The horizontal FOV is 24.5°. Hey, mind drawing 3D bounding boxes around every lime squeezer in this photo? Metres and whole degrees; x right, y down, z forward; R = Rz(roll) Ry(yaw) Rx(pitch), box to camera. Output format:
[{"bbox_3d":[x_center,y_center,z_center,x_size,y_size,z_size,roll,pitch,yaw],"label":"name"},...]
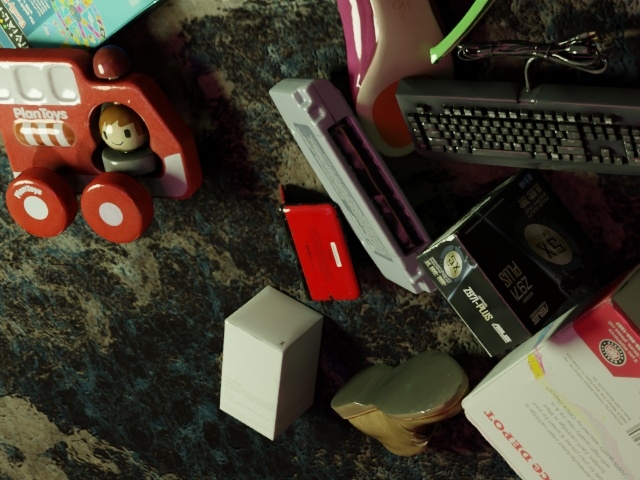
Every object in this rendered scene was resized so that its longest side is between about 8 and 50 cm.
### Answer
[{"bbox_3d":[0.238,-0.266,1.568,0.310,0.059,0.110,-4,80,38],"label":"lime squeezer"}]

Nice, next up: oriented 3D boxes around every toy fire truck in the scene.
[{"bbox_3d":[-0.318,-0.148,2.036,0.302,0.169,0.254,3,124,24],"label":"toy fire truck"}]

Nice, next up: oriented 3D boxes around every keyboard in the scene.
[{"bbox_3d":[0.232,-0.148,1.627,0.317,0.033,0.201,5,138,27],"label":"keyboard"}]

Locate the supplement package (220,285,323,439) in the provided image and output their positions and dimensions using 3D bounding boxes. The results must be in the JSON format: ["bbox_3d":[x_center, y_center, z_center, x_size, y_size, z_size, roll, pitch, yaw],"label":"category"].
[{"bbox_3d":[-0.072,0.177,2.132,0.105,0.105,0.179,29,134,24],"label":"supplement package"}]

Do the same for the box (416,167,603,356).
[{"bbox_3d":[0.222,0.021,1.712,0.147,0.180,0.077,53,138,-2],"label":"box"}]

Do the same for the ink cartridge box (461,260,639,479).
[{"bbox_3d":[0.349,0.187,1.757,0.226,0.131,0.306,49,140,2],"label":"ink cartridge box"}]

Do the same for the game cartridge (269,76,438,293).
[{"bbox_3d":[0.044,-0.074,1.823,0.294,0.060,0.196,58,169,-14],"label":"game cartridge"}]

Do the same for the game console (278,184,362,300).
[{"bbox_3d":[0.000,0.000,1.978,0.124,0.085,0.144,-3,117,30],"label":"game console"}]

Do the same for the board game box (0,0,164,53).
[{"bbox_3d":[-0.356,-0.379,2.007,0.336,0.079,0.254,-25,101,47],"label":"board game box"}]

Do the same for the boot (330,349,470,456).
[{"bbox_3d":[0.132,0.226,1.979,0.115,0.112,0.305,48,157,-10],"label":"boot"}]

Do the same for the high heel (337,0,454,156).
[{"bbox_3d":[0.073,-0.278,1.728,0.377,0.127,0.181,90,163,-45],"label":"high heel"}]
